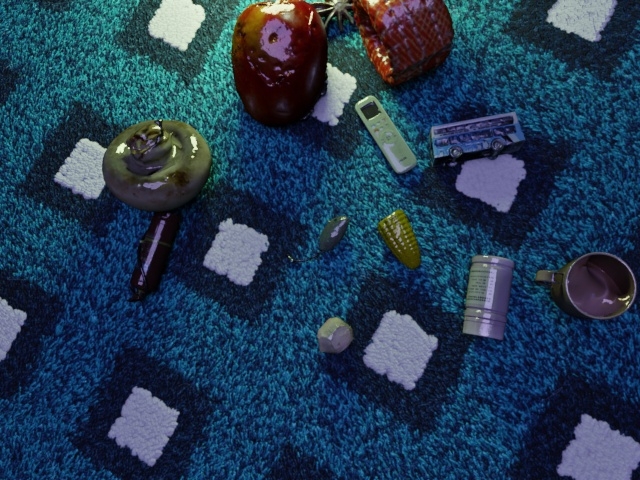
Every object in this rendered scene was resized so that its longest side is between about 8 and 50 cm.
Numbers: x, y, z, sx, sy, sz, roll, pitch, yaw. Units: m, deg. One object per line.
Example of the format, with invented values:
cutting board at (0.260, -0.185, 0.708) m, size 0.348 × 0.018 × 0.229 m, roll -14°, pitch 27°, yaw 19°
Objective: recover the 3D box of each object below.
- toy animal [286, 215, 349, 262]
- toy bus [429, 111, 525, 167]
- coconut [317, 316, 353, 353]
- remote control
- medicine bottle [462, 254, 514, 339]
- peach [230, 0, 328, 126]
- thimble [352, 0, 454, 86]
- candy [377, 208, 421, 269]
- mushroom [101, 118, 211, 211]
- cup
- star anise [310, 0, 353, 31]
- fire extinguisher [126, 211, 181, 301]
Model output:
toy animal at (0.003, 0.009, 1.793) m, size 0.253 × 0.070 × 0.079 m, roll -41°, pitch 42°, yaw 11°
toy bus at (0.513, -0.333, 1.758) m, size 0.296 × 0.106 × 0.131 m, roll -9°, pitch 77°, yaw 4°
coconut at (0.042, 0.314, 1.704) m, size 0.110 × 0.110 × 0.124 m, roll 36°, pitch 82°, yaw 12°
remote control at (0.226, -0.367, 1.834) m, size 0.090 × 0.038 × 0.310 m, roll -30°, pitch 77°, yaw 2°
medicine bottle at (0.526, 0.179, 1.653) m, size 0.133 × 0.133 × 0.250 m, roll 8°, pitch 81°, yaw 9°
peach at (-0.150, -0.606, 1.819) m, size 0.338 × 0.353 × 0.417 m, roll 12°, pitch 123°, yaw 16°
thimble at (0.266, -0.710, 1.740) m, size 0.230 × 0.350 × 0.350 m, roll -26°, pitch 78°, yaw 2°
candy at (0.270, 0.003, 1.739) m, size 0.106 × 0.094 × 0.199 m, roll -28°, pitch 84°, yaw -4°
mushroom at (-0.555, -0.277, 1.774) m, size 0.361 × 0.295 × 0.363 m, roll 0°, pitch 57°, yaw 0°
cup at (0.775, 0.138, 1.591) m, size 0.252 × 0.200 × 0.192 m, roll 11°, pitch 82°, yaw 8°
star anise at (0.064, -0.871, 1.906) m, size 0.198 × 0.111 × 0.258 m, roll 33°, pitch 102°, yaw -13°
fire extinguisher at (-0.597, 0.060, 1.845) m, size 0.141 × 0.105 × 0.342 m, roll 11°, pitch 80°, yaw 49°
